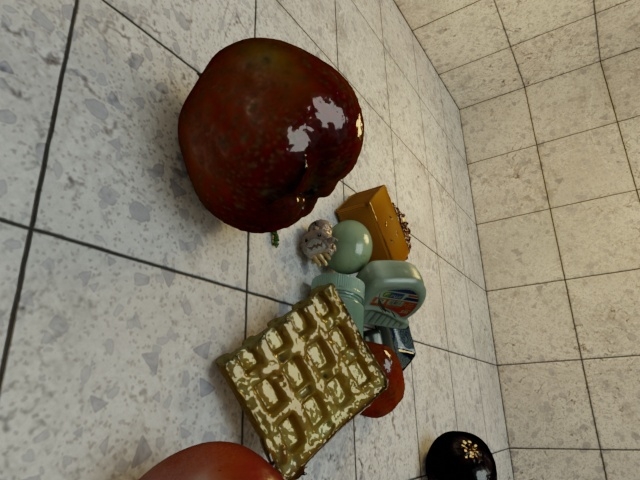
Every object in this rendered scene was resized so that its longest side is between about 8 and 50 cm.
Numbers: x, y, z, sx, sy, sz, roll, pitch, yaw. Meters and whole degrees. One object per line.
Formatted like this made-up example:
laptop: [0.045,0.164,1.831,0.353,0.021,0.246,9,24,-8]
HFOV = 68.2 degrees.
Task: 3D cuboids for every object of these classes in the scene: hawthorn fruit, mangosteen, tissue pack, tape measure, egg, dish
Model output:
hawthorn fruit: [0.153,0.414,1.374,0.253,0.205,0.205,59,33,-43]
hawthorn fruit: [-0.125,-0.228,1.011,0.403,0.402,0.403,31,53,-51]
mangosteen: [0.514,0.878,1.775,0.275,0.275,0.302,-54,160,-53]
tissue pack: [0.187,-0.028,1.656,0.194,0.145,0.275,-44,117,-55]
tape measure: [0.203,0.165,1.464,0.243,0.246,0.125,12,37,-30]
egg: [0.086,0.019,1.454,0.149,0.149,0.192,59,31,-28]
dish: [0.253,0.328,1.684,0.182,0.080,0.243,-18,94,-60]

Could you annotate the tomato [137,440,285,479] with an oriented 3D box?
tomato: [-0.172,0.471,0.679,0.321,0.321,0.322,31,53,-51]

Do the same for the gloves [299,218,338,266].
gloves: [-0.006,0.001,1.362,0.094,0.110,0.144,46,12,-30]

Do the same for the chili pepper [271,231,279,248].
chili pepper: [-0.124,-0.020,1.247,0.027,0.022,0.083,-139,-148,-84]

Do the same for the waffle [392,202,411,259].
waffle: [0.320,-0.035,1.977,0.234,0.055,0.221,46,43,-35]

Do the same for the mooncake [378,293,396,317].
mooncake: [0.144,0.236,1.338,0.150,0.057,0.347,51,-28,33]

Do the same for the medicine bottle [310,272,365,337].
medicine bottle: [0.037,0.262,1.265,0.158,0.158,0.318,41,45,-45]

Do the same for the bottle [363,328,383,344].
bottle: [0.180,0.415,1.515,0.096,0.079,0.254,143,-62,-77]

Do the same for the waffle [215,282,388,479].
waffle: [-0.030,0.303,1.054,0.348,0.077,0.304,-31,95,-34]
